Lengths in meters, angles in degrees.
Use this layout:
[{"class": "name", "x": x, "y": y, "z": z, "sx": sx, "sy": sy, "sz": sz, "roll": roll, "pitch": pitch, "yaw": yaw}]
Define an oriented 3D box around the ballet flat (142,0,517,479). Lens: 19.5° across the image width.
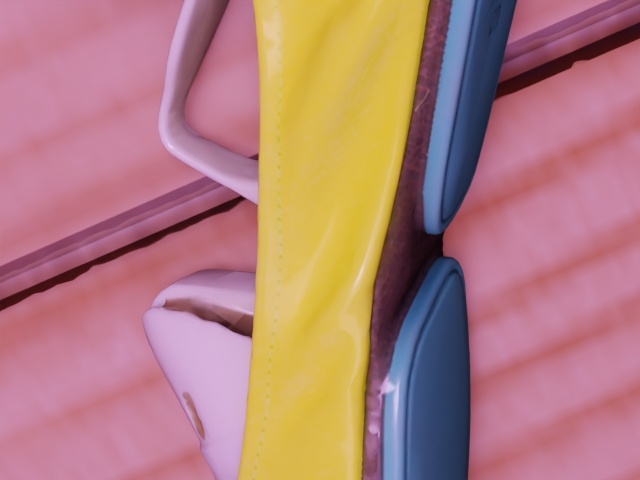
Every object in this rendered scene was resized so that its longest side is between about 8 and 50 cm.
[{"class": "ballet flat", "x": 0.000, "y": 0.000, "z": 0.412, "sx": 0.077, "sy": 0.077, "sz": 0.231, "roll": 11, "pitch": 111, "yaw": 15}]
